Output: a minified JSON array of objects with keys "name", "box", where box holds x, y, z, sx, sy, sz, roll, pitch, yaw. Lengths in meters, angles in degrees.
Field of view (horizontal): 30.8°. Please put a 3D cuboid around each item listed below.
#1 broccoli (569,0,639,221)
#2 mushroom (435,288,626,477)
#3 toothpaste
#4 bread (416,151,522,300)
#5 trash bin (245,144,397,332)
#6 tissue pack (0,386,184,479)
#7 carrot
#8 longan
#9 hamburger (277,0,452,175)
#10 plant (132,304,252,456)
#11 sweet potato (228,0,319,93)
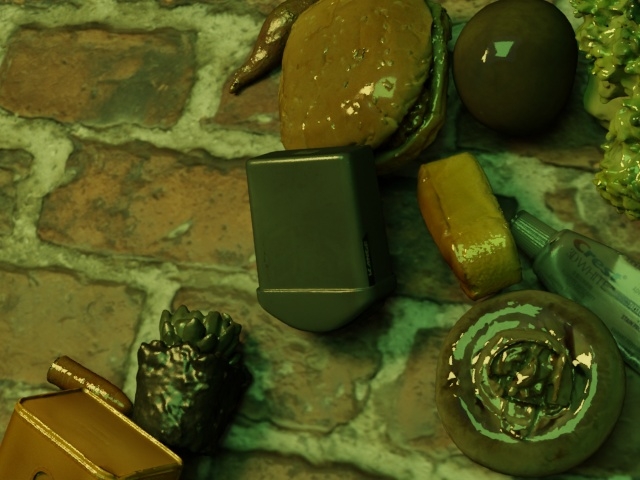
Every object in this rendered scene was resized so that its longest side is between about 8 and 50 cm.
[{"name":"broccoli","box":[0.443,-0.170,1.421,0.293,0.347,0.281,-10,20,-25]},{"name":"mushroom","box":[0.240,0.164,1.363,0.227,0.178,0.226,-9,70,25]},{"name":"toothpaste","box":[0.345,0.059,1.442,0.282,0.068,0.099,39,112,23]},{"name":"bread","box":[0.183,-0.020,1.472,0.094,0.102,0.245,-20,36,4]},{"name":"trash bin","box":[0.000,0.000,1.506,0.177,0.101,0.236,0,103,31]},{"name":"tissue pack","box":[-0.322,0.354,1.452,0.194,0.145,0.274,29,104,26]},{"name":"carrot","box":[-0.318,0.206,1.622,0.139,0.048,0.048,23,77,25]},{"name":"longan","box":[0.257,-0.233,1.533,0.189,0.189,0.189,-8,65,17]},{"name":"hamburger","box":[0.056,-0.229,1.590,0.259,0.145,0.283,-28,46,37]},{"name":"plant","box":[-0.171,0.180,1.532,0.129,0.132,0.194,7,75,20]},{"name":"sweet potato","box":[-0.064,-0.309,1.744,0.226,0.068,0.068,-45,61,-2]}]
